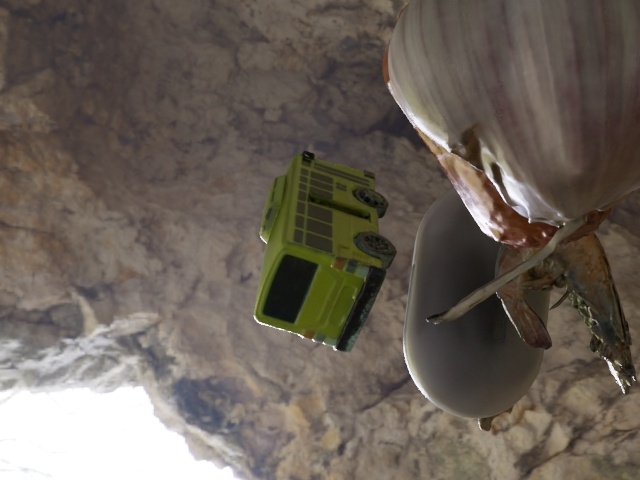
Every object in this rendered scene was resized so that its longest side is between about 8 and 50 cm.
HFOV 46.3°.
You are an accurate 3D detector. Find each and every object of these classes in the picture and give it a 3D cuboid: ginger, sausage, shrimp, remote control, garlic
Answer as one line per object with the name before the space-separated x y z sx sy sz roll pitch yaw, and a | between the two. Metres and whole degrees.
ginger | 0.284 0.261 1.197 0.048 0.030 0.097 14 -106 18
sausage | 0.169 -0.115 0.695 0.141 0.153 0.268 -31 -77 22
shrimp | 0.290 0.081 0.875 0.251 0.143 0.052 61 -10 0
remote control | 0.224 0.081 1.049 0.103 0.221 0.332 162 -62 -69
garlic | 0.141 -0.076 0.526 0.207 0.207 0.257 47 -52 36

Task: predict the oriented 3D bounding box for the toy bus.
toy bus | 0.000 0.000 0.928 0.262 0.150 0.128 -88 -163 -60
